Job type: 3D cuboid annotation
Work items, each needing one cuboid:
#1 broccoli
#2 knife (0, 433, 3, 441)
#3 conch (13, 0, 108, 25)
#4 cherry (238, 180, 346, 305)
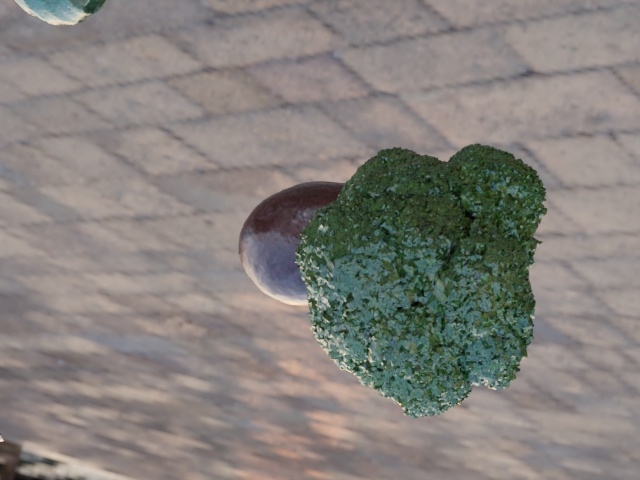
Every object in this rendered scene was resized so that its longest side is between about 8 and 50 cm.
[{"bbox_3d":[0.133,0.049,1.805,0.310,0.321,0.413,42,118,-12],"label":"broccoli"},{"bbox_3d":[-0.353,0.165,1.406,0.028,0.015,0.210,48,161,28],"label":"knife"},{"bbox_3d":[-0.271,-0.297,1.363,0.188,0.122,0.176,33,-155,5],"label":"conch"},{"bbox_3d":[0.000,0.000,2.213,0.300,0.203,0.230,-23,162,30],"label":"cherry"}]
